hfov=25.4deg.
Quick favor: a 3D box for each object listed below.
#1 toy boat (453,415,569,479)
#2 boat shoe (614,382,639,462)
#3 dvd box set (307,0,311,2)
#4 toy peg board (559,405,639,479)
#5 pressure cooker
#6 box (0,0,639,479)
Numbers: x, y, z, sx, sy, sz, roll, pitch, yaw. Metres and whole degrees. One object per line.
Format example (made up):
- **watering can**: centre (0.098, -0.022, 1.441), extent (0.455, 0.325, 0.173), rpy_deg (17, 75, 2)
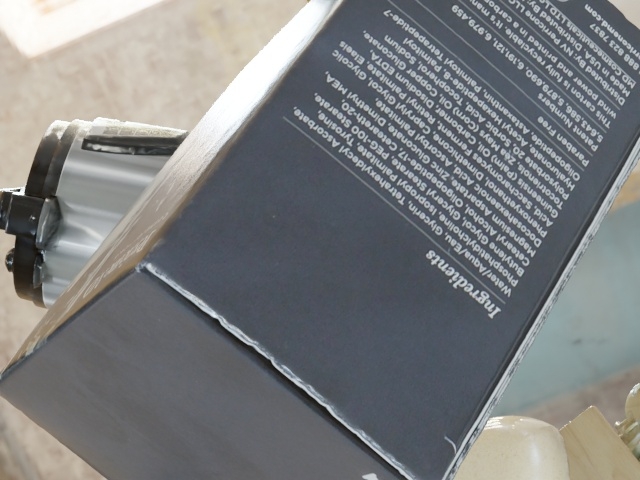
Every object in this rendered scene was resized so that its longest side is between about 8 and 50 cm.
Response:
- **toy boat**: centre (0.187, 0.298, 1.856), extent (0.148, 0.267, 0.318), rpy_deg (29, -160, -52)
- **boat shoe**: centre (0.472, 0.238, 1.955), extent (0.103, 0.113, 0.302), rpy_deg (60, 156, 27)
- **dvd box set**: centre (-0.085, -0.421, 1.756), extent (0.420, 0.062, 0.307), rpy_deg (42, -168, -30)
- **toy peg board**: centre (0.370, 0.345, 1.962), extent (0.161, 0.161, 0.079), rpy_deg (54, -174, 29)
- **pressure cooker**: centre (-0.398, -0.030, 2.619), extent (0.369, 0.421, 0.375), rpy_deg (99, -177, -52)
- **box**: centre (0.000, 0.000, 1.294), extent (0.297, 0.471, 0.480), rpy_deg (39, 151, -10)
